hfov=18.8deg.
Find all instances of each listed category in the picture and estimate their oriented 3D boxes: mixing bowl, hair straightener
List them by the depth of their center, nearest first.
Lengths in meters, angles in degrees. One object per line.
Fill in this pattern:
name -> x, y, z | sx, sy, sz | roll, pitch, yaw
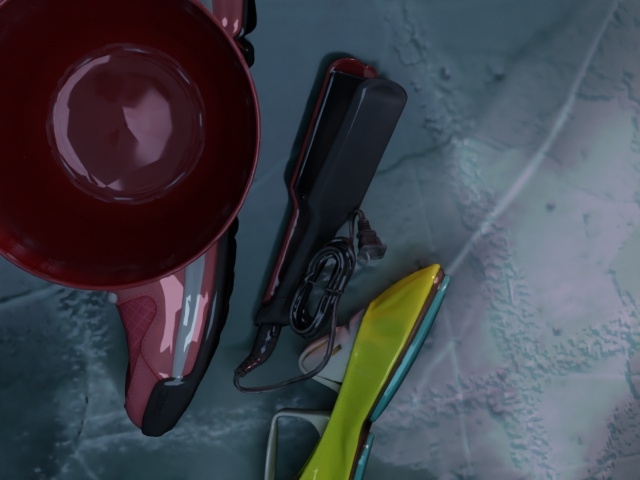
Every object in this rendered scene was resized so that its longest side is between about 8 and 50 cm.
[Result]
mixing bowl -> -0.119, -0.065, 1.123 | 0.181, 0.098, 0.181 | 0, 95, 4
hair straightener -> 0.000, 0.000, 1.251 | 0.047, 0.089, 0.230 | 18, 100, -35

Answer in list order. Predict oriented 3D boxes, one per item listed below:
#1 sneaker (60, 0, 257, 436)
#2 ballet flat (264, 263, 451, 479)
sneaker -> -0.119, -0.034, 1.233 | 0.136, 0.116, 0.313 | 6, 96, 2
ballet flat -> 0.012, 0.113, 1.293 | 0.077, 0.077, 0.231 | 22, 102, 5
